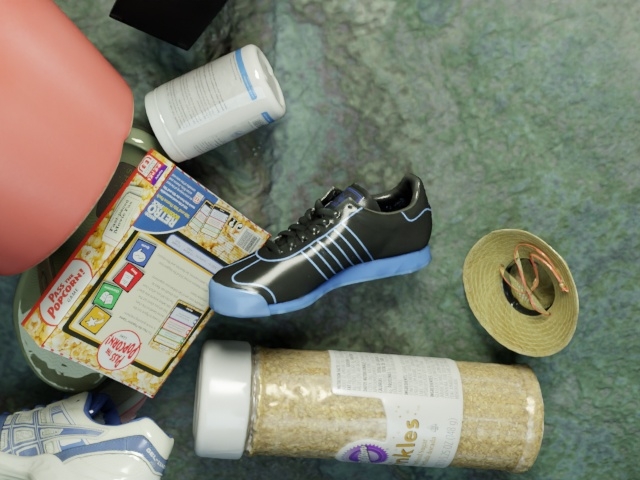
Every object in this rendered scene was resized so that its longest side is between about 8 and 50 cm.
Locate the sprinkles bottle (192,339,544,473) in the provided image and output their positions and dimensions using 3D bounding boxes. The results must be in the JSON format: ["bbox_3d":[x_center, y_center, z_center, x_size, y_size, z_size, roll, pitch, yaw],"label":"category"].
[{"bbox_3d":[0.048,0.175,1.037,0.356,0.121,0.121,5,122,-8],"label":"sprinkles bottle"}]

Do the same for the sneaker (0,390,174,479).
[{"bbox_3d":[-0.264,0.213,1.008,0.297,0.131,0.112,10,146,38],"label":"sneaker"}]

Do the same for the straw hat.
[{"bbox_3d":[0.218,0.042,0.996,0.061,0.144,0.144,-30,133,-37],"label":"straw hat"}]

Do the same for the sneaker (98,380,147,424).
[{"bbox_3d":[-0.218,0.198,1.072,0.134,0.051,0.070,-36,119,22],"label":"sneaker"}]

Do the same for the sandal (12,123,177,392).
[{"bbox_3d":[-0.223,0.029,0.939,0.120,0.086,0.302,15,121,-14],"label":"sandal"}]

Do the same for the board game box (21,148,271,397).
[{"bbox_3d":[-0.154,0.034,0.901,0.193,0.045,0.147,-53,137,-2],"label":"board game box"}]

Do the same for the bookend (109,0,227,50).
[{"bbox_3d":[-0.091,-0.252,0.764,0.072,0.156,0.157,22,75,-18],"label":"bookend"}]

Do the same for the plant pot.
[{"bbox_3d":[-0.296,-0.111,0.752,0.275,0.275,0.243,-39,128,19],"label":"plant pot"}]

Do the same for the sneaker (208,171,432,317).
[{"bbox_3d":[0.000,0.000,0.922,0.232,0.081,0.090,-16,116,-24],"label":"sneaker"}]

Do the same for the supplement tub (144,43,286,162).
[{"bbox_3d":[-0.091,-0.120,0.863,0.107,0.071,0.071,-22,122,10],"label":"supplement tub"}]
